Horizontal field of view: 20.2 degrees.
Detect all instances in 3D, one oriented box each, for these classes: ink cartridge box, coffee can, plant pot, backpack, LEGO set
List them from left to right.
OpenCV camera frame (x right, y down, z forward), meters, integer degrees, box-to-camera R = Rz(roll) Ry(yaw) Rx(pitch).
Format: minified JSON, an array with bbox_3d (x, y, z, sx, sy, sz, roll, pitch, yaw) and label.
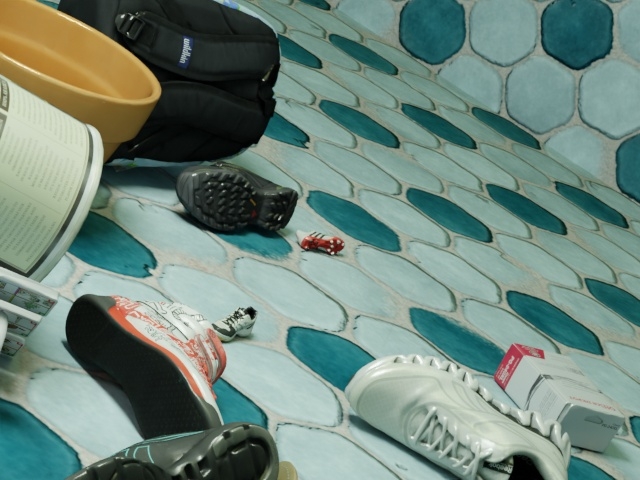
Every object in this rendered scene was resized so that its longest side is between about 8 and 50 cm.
[{"bbox_3d":[-0.379,0.023,1.716,0.244,0.182,0.060,23,62,-14],"label":"LEGO set"},{"bbox_3d":[-0.380,-0.088,1.757,0.275,0.201,0.201,30,14,-30],"label":"coffee can"},{"bbox_3d":[-0.363,-0.153,2.161,0.291,0.203,0.291,25,18,-9],"label":"plant pot"},{"bbox_3d":[-0.210,-0.236,2.491,0.355,0.290,0.273,2,10,-38],"label":"backpack"},{"bbox_3d":[0.317,0.209,2.394,0.109,0.063,0.150,16,21,-34],"label":"ink cartridge box"}]

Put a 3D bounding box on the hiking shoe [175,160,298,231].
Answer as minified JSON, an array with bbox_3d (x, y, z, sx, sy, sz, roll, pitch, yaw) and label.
[{"bbox_3d":[-0.137,-0.064,2.487,0.114,0.086,0.227,24,6,37],"label":"hiking shoe"}]

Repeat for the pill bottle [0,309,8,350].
[{"bbox_3d":[-0.382,0.080,1.655,0.169,0.094,0.094,23,18,-16],"label":"pill bottle"}]

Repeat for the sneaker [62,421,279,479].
[{"bbox_3d":[-0.158,0.231,1.606,0.106,0.101,0.267,-9,1,44],"label":"sneaker"}]

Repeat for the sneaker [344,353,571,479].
[{"bbox_3d":[0.166,0.224,2.075,0.292,0.110,0.118,24,27,-13],"label":"sneaker"}]

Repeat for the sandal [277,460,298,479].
[{"bbox_3d":[-0.048,0.297,1.621,0.079,0.088,0.240,56,19,-16],"label":"sandal"}]

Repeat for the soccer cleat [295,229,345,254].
[{"bbox_3d":[0.000,0.000,2.568,0.083,0.029,0.035,5,32,-42],"label":"soccer cleat"}]

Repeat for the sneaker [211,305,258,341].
[{"bbox_3d":[-0.103,0.095,2.129,0.032,0.037,0.083,36,20,18],"label":"sneaker"}]

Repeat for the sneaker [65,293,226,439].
[{"bbox_3d":[-0.138,0.141,1.857,0.145,0.090,0.270,6,25,-45],"label":"sneaker"}]
